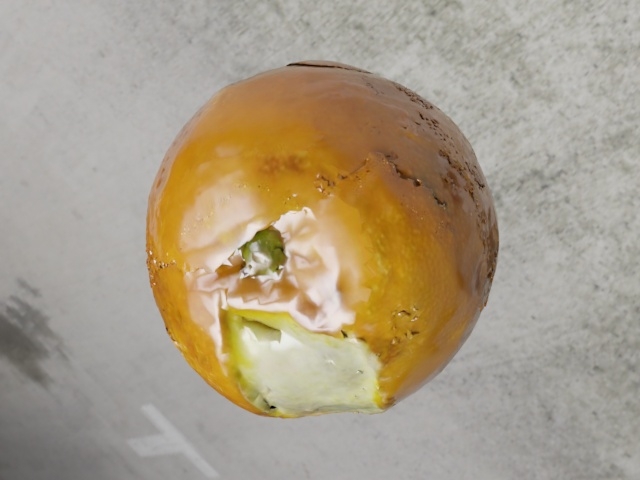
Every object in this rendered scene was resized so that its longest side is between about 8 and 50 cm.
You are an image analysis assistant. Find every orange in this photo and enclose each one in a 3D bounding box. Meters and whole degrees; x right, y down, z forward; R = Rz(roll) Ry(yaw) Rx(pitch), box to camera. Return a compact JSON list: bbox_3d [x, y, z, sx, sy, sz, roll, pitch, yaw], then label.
[{"bbox_3d":[0.000,0.000,0.649,0.240,0.240,0.240,27,140,24],"label":"orange"}]
